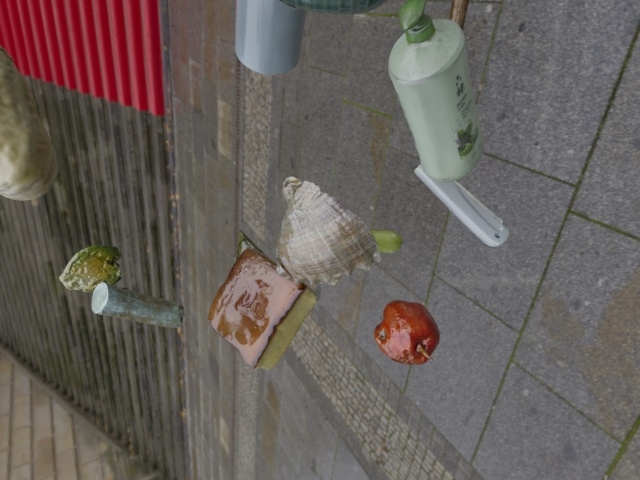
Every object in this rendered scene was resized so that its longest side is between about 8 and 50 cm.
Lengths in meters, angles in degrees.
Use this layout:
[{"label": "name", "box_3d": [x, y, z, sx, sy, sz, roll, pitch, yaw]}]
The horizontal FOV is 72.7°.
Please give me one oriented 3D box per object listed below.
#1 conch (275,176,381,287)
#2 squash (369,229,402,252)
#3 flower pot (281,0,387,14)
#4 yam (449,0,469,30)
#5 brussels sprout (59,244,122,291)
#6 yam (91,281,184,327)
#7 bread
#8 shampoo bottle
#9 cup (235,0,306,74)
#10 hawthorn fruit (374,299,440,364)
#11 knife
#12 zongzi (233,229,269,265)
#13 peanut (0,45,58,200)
[{"label": "conch", "box_3d": [-0.007, 0.015, 1.126, 0.297, 0.352, 0.209, 8, 62, 37]}, {"label": "squash", "box_3d": [0.170, 0.002, 1.511, 0.083, 0.251, 0.083, -179, 90, -71]}, {"label": "flower pot", "box_3d": [0.013, -0.415, 0.613, 0.157, 0.244, 0.189, 98, -178, -47]}, {"label": "yam", "box_3d": [0.362, -0.622, 1.119, 0.263, 0.046, 0.046, 78, 166, -59]}, {"label": "brussels sprout", "box_3d": [-0.704, 0.086, 1.345, 0.101, 0.181, 0.138, 16, 126, 58]}, {"label": "yam", "box_3d": [-0.542, 0.202, 1.311, 0.093, 0.259, 0.093, -23, 56, 38]}, {"label": "bread", "box_3d": [-0.210, 0.229, 1.501, 0.333, 0.143, 0.323, 29, 89, 40]}, {"label": "shampoo bottle", "box_3d": [0.144, -0.188, 0.544, 0.087, 0.234, 0.118, 5, 61, 31]}, {"label": "cup", "box_3d": [-0.140, -0.666, 1.252, 0.312, 0.206, 0.205, 113, 139, -62]}, {"label": "hawthorn fruit", "box_3d": [0.284, 0.306, 1.358, 0.243, 0.208, 0.207, -133, 41, -66]}, {"label": "knife", "box_3d": [0.335, -0.091, 1.030, 0.265, 0.073, 0.040, 46, 167, 11]}, {"label": "zongzi", "box_3d": [-0.336, 0.122, 1.795, 0.274, 0.251, 0.125, 44, 178, 21]}, {"label": "peanut", "box_3d": [-0.541, -0.205, 0.711, 0.312, 0.152, 0.152, 65, 148, 11]}]
